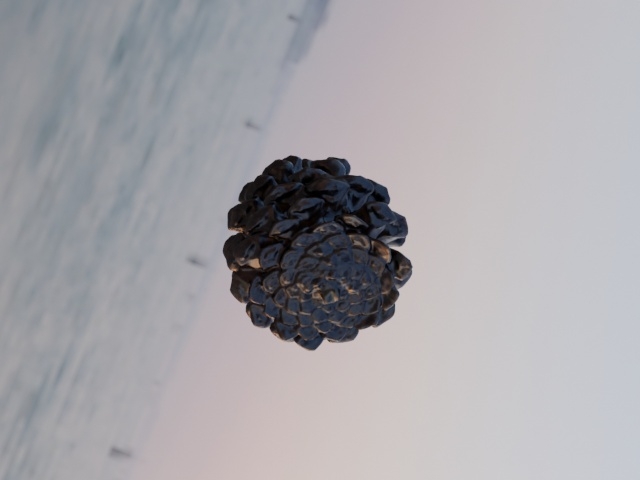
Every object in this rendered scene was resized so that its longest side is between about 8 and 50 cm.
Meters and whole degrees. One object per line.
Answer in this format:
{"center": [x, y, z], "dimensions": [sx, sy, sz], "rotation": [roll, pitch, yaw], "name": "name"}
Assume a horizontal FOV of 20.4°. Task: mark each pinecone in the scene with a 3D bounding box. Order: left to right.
{"center": [-0.007, -0.002, 1.547], "dimensions": [0.165, 0.163, 0.163], "rotation": [-111, -141, -57], "name": "pinecone"}
